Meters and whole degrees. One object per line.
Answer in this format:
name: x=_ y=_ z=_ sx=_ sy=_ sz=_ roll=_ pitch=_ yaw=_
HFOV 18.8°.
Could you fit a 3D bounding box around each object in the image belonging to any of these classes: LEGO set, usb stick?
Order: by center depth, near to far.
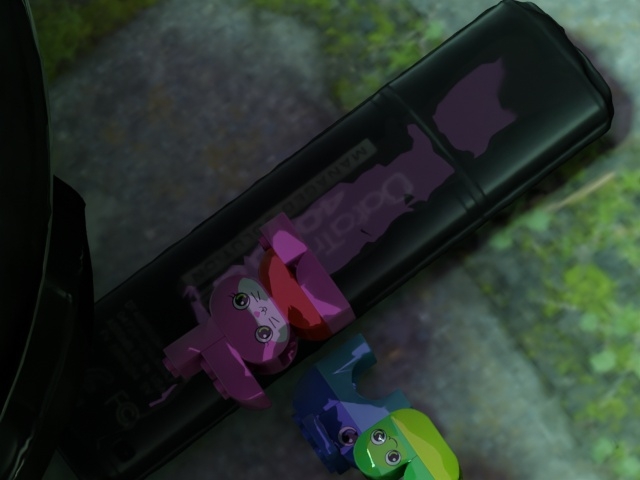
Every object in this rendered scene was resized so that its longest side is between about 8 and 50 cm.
LEGO set: x=0.016 y=0.115 z=0.737 sx=0.093 sy=0.087 sz=0.227 roll=-35 pitch=70 yaw=-3
usb stick: x=0.000 y=0.000 z=0.811 sx=0.278 sy=0.045 sz=0.077 roll=-37 pitch=71 yaw=-6

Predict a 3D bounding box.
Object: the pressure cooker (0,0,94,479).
pressure cooker: x=-0.273 y=-0.021 z=0.688 sx=0.370 sy=0.420 sz=0.375 roll=-10 pitch=90 yaw=-9
